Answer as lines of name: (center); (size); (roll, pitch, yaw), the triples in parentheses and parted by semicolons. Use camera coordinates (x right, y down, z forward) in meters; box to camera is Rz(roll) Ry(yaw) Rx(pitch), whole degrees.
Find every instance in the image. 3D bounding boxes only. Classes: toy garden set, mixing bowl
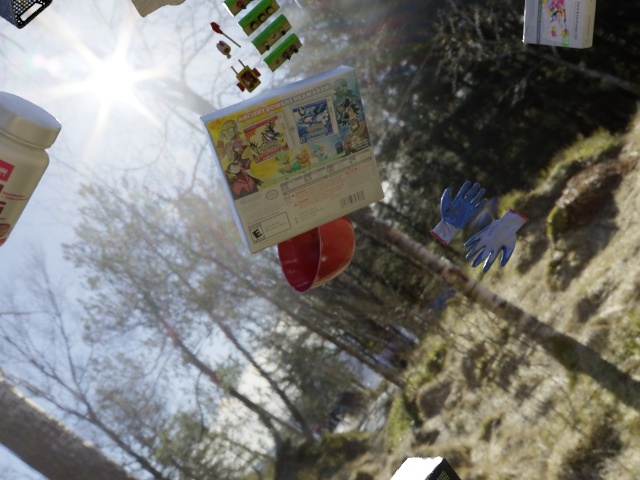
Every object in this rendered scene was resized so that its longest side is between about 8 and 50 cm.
toy garden set: (-0.163, -0.491, 1.599); (0.204, 0.049, 0.244); (-43, -36, 0)
mixing bowl: (0.000, 0.000, 1.180); (0.098, 0.181, 0.181); (-5, -37, -28)

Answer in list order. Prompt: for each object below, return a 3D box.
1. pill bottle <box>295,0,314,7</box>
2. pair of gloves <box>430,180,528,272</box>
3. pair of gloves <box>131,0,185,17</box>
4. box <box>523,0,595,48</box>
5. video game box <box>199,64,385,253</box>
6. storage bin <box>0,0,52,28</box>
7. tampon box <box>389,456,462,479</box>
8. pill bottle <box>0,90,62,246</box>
pill bottle: (-0.093, -0.718, 1.626); (0.146, 0.264, 0.146); (-31, 30, 21)
pair of gloves: (0.334, -0.033, 1.396); (0.159, 0.198, 0.023); (-51, -17, -8)
pair of gloves: (-0.409, -0.683, 1.576); (0.204, 0.240, 0.042); (-15, 24, 16)
box: (0.569, -0.542, 1.557); (0.038, 0.186, 0.145); (-17, -62, -25)
video game box: (-0.031, -0.105, 0.846); (0.205, 0.048, 0.187); (-23, -60, -14)
storage bin: (-0.644, -0.555, 1.375); (0.122, 0.084, 0.180); (-56, 3, -26)
tampon box: (0.199, 0.466, 1.110); (0.101, 0.161, 0.120); (-39, 3, -31)
pill bottle: (-0.638, -0.138, 1.281); (0.283, 0.160, 0.160); (-56, -4, 12)
